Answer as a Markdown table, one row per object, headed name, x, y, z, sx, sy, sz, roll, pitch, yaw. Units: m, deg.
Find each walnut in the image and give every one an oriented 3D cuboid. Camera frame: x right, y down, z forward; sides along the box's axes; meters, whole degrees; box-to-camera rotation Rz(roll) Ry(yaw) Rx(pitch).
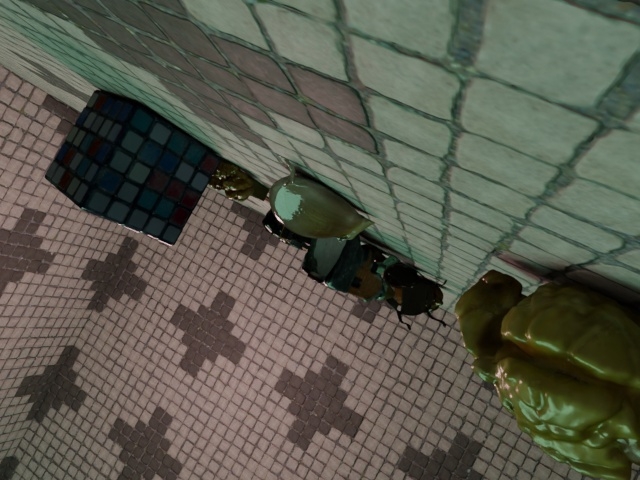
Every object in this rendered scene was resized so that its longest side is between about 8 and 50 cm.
| name | x | y | z | sx | sy | sz | roll | pitch | yaw |
| --- | --- | --- | --- | --- | --- | --- | --- | --- | --- |
| walnut | 0.359 | 0.196 | 1.742 | 0.137 | 0.137 | 0.245 | 30 | 168 | -29 |
| walnut | -0.274 | -0.174 | 1.388 | 0.170 | 0.069 | 0.143 | 27 | 150 | 19 |

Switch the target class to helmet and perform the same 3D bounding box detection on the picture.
| name | x | y | z | sx | sy | sz | roll | pitch | yaw |
| --- | --- | --- | --- | --- | --- | --- | --- | --- | --- |
| helmet | 0.269 | 0.113 | 1.625 | 0.111 | 0.089 | 0.057 | 9 | -164 | 4 |

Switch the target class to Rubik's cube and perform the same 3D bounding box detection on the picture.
| name | x | y | z | sx | sy | sz | roll | pitch | yaw |
| --- | --- | --- | --- | --- | --- | --- | --- | --- | --- |
| Rubik's cube | -0.505 | -0.196 | 1.289 | 0.293 | 0.287 | 0.292 | 26 | 176 | 39 |

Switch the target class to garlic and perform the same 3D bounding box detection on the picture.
| name | x | y | z | sx | sy | sz | roll | pitch | yaw |
| --- | --- | --- | --- | --- | --- | --- | --- | --- | --- |
| garlic | -0.038 | -0.081 | 0.944 | 0.266 | 0.148 | 0.129 | 25 | -143 | -45 |

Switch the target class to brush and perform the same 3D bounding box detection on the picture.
| name | x | y | z | sx | sy | sz | roll | pitch | yaw |
| --- | --- | --- | --- | --- | --- | --- | --- | --- | --- |
| brush | -0.200 | -0.156 | 1.558 | 0.103 | 0.047 | 0.233 | 26 | 178 | 34 |

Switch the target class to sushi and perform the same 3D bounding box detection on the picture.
| name | x | y | z | sx | sy | sz | roll | pitch | yaw |
| --- | --- | --- | --- | --- | --- | --- | --- | --- | --- |
| sushi | -0.121 | -0.049 | 1.906 | 0.224 | 0.127 | 0.124 | 30 | 178 | -11 |

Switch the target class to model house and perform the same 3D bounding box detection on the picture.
| name | x | y | z | sx | sy | sz | roll | pitch | yaw |
| --- | --- | --- | --- | --- | --- | --- | --- | --- | --- |
| model house | 0.112 | 0.081 | 1.399 | 0.291 | 0.185 | 0.253 | 29 | 176 | -23 |

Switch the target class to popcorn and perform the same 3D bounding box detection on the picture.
| name | x | y | z | sx | sy | sz | roll | pitch | yaw |
| --- | --- | --- | --- | --- | --- | --- | --- | --- | --- |
| popcorn | 0.326 | 0.164 | 0.630 | 0.332 | 0.225 | 0.265 | 40 | -171 | 30 |

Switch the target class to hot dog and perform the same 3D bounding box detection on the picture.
| name | x | y | z | sx | sy | sz | roll | pitch | yaw |
| --- | --- | --- | --- | --- | --- | --- | --- | --- | --- |
| hot dog | 0.165 | 0.057 | 1.596 | 0.099 | 0.065 | 0.147 | -9 | 164 | 17 |

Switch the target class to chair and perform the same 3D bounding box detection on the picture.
| name | x | y | z | sx | sy | sz | roll | pitch | yaw |
| --- | --- | --- | --- | --- | --- | --- | --- | --- | --- |
| chair | 0.290 | 0.167 | 1.489 | 0.174 | 0.149 | 0.213 | -2 | -165 | -17 |

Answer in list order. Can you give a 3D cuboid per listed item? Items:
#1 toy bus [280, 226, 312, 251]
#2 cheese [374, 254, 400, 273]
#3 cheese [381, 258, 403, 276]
| name | x | y | z | sx | sy | sz | roll | pitch | yaw |
| --- | --- | --- | --- | --- | --- | --- | --- | --- | --- |
| toy bus | 0.000 | 0.000 | 1.706 | 0.335 | 0.121 | 0.123 | 25 | -177 | 41 |
| cheese | 0.197 | 0.084 | 1.550 | 0.067 | 0.120 | 0.026 | 30 | -141 | -47 |
| cheese | 0.243 | 0.099 | 1.755 | 0.135 | 0.052 | 0.244 | 29 | 166 | -20 |
